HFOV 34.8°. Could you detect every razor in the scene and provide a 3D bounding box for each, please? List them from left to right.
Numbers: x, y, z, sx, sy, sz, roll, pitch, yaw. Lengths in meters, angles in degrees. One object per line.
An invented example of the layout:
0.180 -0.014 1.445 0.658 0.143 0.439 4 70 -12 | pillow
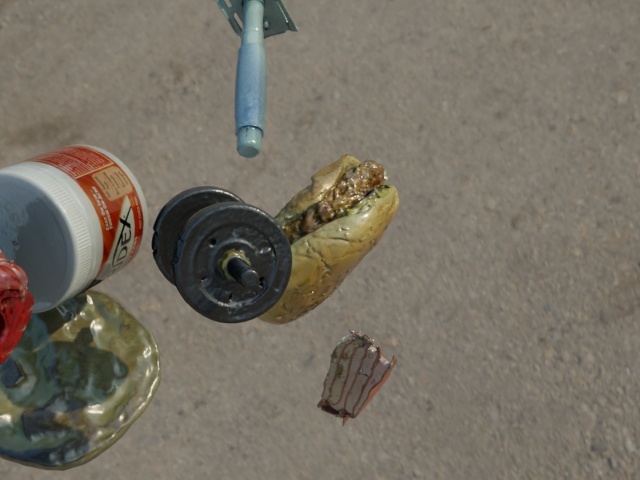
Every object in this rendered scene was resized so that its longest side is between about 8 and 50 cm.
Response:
-0.044 -0.106 0.633 0.040 0.068 0.135 -14 51 18 | razor

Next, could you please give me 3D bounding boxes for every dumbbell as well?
-0.125 0.013 1.256 0.143 0.143 0.325 -38 19 -9 | dumbbell

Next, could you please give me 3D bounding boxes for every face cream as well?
-0.368 -0.021 1.425 0.201 0.201 0.187 -6 14 24 | face cream

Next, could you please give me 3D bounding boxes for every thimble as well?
-0.457 0.093 1.239 0.125 0.163 0.189 29 43 23 | thimble

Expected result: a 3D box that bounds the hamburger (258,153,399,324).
-0.001 0.001 1.550 0.144 0.283 0.259 41 30 11 | hamburger

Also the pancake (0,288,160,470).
-0.380 0.205 1.519 0.294 0.049 0.295 1 59 -2 | pancake

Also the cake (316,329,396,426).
0.073 0.226 1.826 0.098 0.287 0.135 39 60 11 | cake
